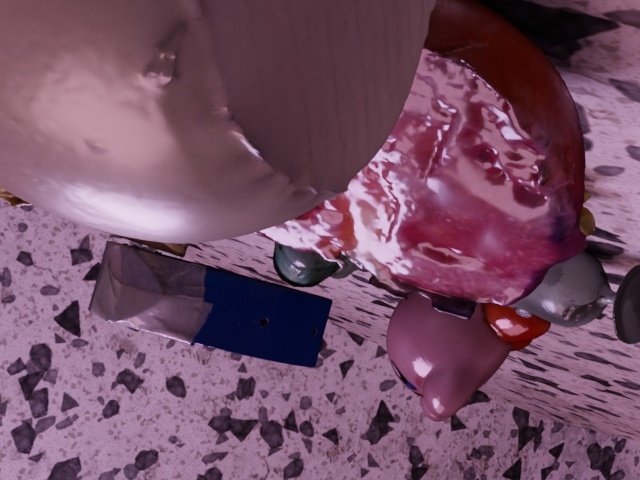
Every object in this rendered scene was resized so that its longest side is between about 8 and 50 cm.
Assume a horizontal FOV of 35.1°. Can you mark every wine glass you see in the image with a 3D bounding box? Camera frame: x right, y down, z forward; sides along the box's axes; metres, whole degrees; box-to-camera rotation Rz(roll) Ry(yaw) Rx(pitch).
[{"bbox_3d":[0.312,0.059,1.304,0.103,0.103,0.231,30,169,-39],"label":"wine glass"}]

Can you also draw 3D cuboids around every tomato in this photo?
[{"bbox_3d":[0.064,-0.106,0.784,0.334,0.176,0.290,20,149,9],"label":"tomato"}]

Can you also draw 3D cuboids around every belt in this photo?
[{"bbox_3d":[-0.158,0.097,1.487,0.347,0.117,0.212,16,179,-12],"label":"belt"}]

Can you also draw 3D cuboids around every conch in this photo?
[{"bbox_3d":[0.000,0.002,1.554,0.122,0.176,0.188,56,-158,14],"label":"conch"}]

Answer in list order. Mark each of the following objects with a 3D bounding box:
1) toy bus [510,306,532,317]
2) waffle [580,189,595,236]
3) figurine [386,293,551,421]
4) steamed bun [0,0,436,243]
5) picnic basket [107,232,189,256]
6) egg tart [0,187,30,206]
[{"bbox_3d":[0.269,0.062,1.522,0.192,0.065,0.077,15,161,29],"label":"toy bus"},{"bbox_3d":[0.141,-0.081,1.056,0.300,0.058,0.281,26,171,-30],"label":"waffle"},{"bbox_3d":[0.233,0.164,1.777,0.211,0.261,0.270,47,176,12],"label":"figurine"},{"bbox_3d":[-0.108,-0.148,0.527,0.309,0.309,0.309,20,170,4],"label":"steamed bun"},{"bbox_3d":[-0.295,-0.129,1.370,0.228,0.175,0.313,15,164,32],"label":"picnic basket"},{"bbox_3d":[-0.244,-0.122,0.991,0.294,0.295,0.116,16,141,28],"label":"egg tart"}]
